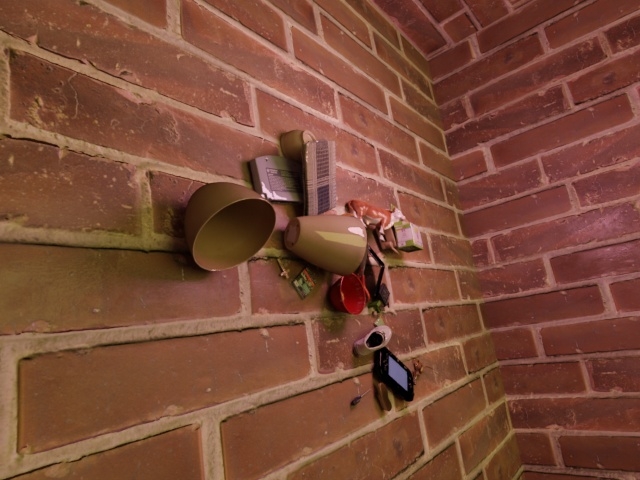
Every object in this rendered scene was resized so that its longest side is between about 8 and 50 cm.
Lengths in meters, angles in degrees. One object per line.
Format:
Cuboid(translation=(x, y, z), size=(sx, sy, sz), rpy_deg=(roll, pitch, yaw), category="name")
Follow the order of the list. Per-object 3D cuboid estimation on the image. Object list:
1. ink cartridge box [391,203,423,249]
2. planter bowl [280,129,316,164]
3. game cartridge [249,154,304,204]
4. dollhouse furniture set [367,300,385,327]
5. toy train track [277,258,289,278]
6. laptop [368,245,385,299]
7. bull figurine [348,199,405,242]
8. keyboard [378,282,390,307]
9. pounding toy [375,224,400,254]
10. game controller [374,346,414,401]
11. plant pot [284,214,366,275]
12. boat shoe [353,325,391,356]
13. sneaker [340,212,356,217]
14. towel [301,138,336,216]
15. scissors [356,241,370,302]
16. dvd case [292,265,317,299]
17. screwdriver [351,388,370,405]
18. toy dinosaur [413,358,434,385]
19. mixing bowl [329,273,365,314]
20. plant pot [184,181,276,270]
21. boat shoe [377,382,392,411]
Cuboid(translation=(0.473, -0.073, 2.232), size=(0.188, 0.096, 0.256), rpy_deg=(15, 64, -61), category="ink cartridge box")
Cuboid(translation=(-0.083, -0.421, 1.799), size=(0.162, 0.109, 0.162), rpy_deg=(26, 55, -44), category="planter bowl")
Cuboid(translation=(-0.163, -0.247, 1.671), size=(0.294, 0.060, 0.196), rpy_deg=(-3, 81, -53), category="game cartridge")
Cuboid(translation=(0.290, 0.368, 1.986), size=(0.076, 0.058, 0.152), rpy_deg=(-37, 104, -52), category="dollhouse furniture set")
Cuboid(translation=(-0.147, 0.109, 1.574), size=(0.048, 0.014, 0.083), rpy_deg=(-29, 93, -46), category="toy train track")
Cuboid(translation=(0.232, 0.134, 1.973), size=(0.264, 0.136, 0.234), rpy_deg=(51, 8, 10), category="laptop")
Cuboid(translation=(0.276, -0.108, 2.061), size=(0.310, 0.101, 0.189), rpy_deg=(16, 57, -10), category="bull figurine")
Cuboid(translation=(0.331, 0.284, 2.059), size=(0.108, 0.023, 0.180), rpy_deg=(68, 19, -4), category="keyboard")
Cuboid(translation=(0.359, 0.002, 2.190), size=(0.206, 0.094, 0.181), rpy_deg=(-37, 110, -61), category="pounding toy")
Cuboid(translation=(0.361, 0.639, 1.957), size=(0.319, 0.067, 0.167), rpy_deg=(47, 43, -31), category="game controller")
Cuboid(translation=(0.000, 0.000, 1.649), size=(0.273, 0.256, 0.257), rpy_deg=(12, 65, -33), category="plant pot")
Cuboid(translation=(0.257, 0.446, 1.863), size=(0.267, 0.088, 0.096), rpy_deg=(-9, 66, -46), category="boat shoe")
Cuboid(translation=(0.127, 0.025, 1.858), size=(0.111, 0.131, 0.297), rpy_deg=(7, 59, -3), category="sneaker")
Cuboid(translation=(-0.009, -0.277, 1.782), size=(0.312, 0.056, 0.325), rpy_deg=(-30, 122, -61), category="towel")
Cuboid(translation=(0.173, 0.145, 1.821), size=(0.021, 0.108, 0.298), rpy_deg=(-20, 113, -44), category="scissors")
Cuboid(translation=(-0.063, 0.170, 1.655), size=(0.087, 0.013, 0.119), rpy_deg=(59, 37, -16), category="dvd case")
Cuboid(translation=(0.177, 0.665, 1.753), size=(0.025, 0.024, 0.169), rpy_deg=(48, 26, 16), category="screwdriver")
Cuboid(translation=(0.529, 0.687, 2.172), size=(0.211, 0.064, 0.113), rpy_deg=(-26, 114, -44), category="toy dinosaur")
Cuboid(translation=(0.105, 0.239, 1.770), size=(0.181, 0.098, 0.182), rpy_deg=(24, 57, -44), category="mixing bowl")
Cuboid(translation=(-0.308, -0.072, 1.271), size=(0.284, 0.284, 0.191), rpy_deg=(-1, 40, -52), category="plant pot")
Cuboid(translation=(0.279, 0.707, 1.841), size=(0.050, 0.045, 0.136), rpy_deg=(-21, 96, -46), category="boat shoe")
